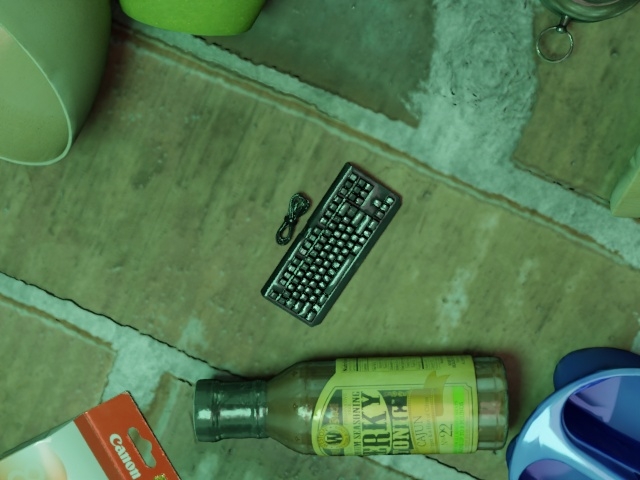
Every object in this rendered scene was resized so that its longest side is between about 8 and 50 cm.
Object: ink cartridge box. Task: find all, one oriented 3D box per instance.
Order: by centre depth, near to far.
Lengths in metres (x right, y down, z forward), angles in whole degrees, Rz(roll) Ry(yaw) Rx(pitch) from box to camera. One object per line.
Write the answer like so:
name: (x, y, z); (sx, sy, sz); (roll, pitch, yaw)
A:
ink cartridge box: (-0.272, 0.281, 1.154); (0.179, 0.045, 0.145); (-27, 98, 8)

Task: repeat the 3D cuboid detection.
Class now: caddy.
caddy: (0.363, 0.266, 1.065); (0.341, 0.179, 0.241); (28, 100, -3)

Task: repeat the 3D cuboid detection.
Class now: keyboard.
keyboard: (0.000, 0.000, 1.109); (0.108, 0.023, 0.180); (33, 98, -4)

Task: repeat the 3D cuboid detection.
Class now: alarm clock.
alarm clock: (0.280, -0.278, 1.036); (0.129, 0.064, 0.192); (22, 103, -2)

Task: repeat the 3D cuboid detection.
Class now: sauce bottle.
sauce bottle: (0.033, 0.186, 1.096); (0.344, 0.111, 0.112); (-3, 100, 3)

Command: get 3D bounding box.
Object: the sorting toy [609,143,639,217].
sorting toy: (0.445, -0.117, 0.978); (0.257, 0.255, 0.089); (1, 64, -1)

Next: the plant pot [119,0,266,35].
plant pot: (-0.112, -0.359, 0.948); (0.274, 0.275, 0.294); (11, 115, 0)

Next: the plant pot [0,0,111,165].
plant pot: (-0.320, -0.240, 0.976); (0.284, 0.284, 0.191); (31, 63, -4)
